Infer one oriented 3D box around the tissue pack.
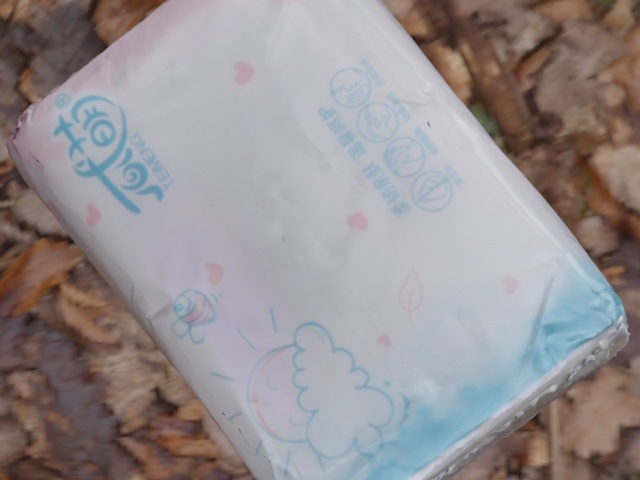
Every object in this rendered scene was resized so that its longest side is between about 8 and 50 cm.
[{"bbox_3d":[0.002,-0.002,0.948,0.201,0.124,0.271,-38,78,-2],"label":"tissue pack"}]
